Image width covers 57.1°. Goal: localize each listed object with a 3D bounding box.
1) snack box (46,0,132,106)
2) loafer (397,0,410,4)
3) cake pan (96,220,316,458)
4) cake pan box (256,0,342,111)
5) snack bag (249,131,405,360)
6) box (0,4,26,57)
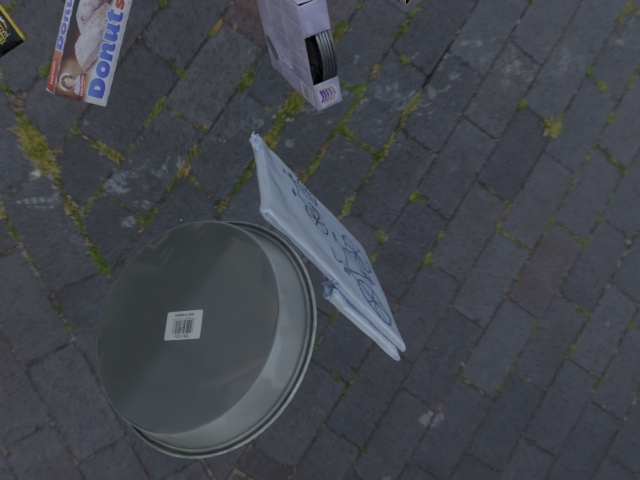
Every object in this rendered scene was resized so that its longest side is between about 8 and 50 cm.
[{"bbox_3d":[-0.247,-0.241,0.643,0.064,0.022,0.178,3,110,-51],"label":"snack box"},{"bbox_3d":[0.244,-0.660,1.504,0.045,0.039,0.125,14,121,-41],"label":"loafer"},{"bbox_3d":[-0.148,0.102,0.698,0.294,0.054,0.293,-9,65,21],"label":"cake pan"},{"bbox_3d":[-0.052,-0.438,1.256,0.070,0.267,0.245,-27,137,-11],"label":"cake pan box"},{"bbox_3d":[0.000,0.000,0.962,0.037,0.323,0.342,-37,118,12],"label":"snack bag"},{"bbox_3d":[-0.768,-0.517,1.196,0.079,0.322,0.257,-46,136,-22],"label":"box"}]
